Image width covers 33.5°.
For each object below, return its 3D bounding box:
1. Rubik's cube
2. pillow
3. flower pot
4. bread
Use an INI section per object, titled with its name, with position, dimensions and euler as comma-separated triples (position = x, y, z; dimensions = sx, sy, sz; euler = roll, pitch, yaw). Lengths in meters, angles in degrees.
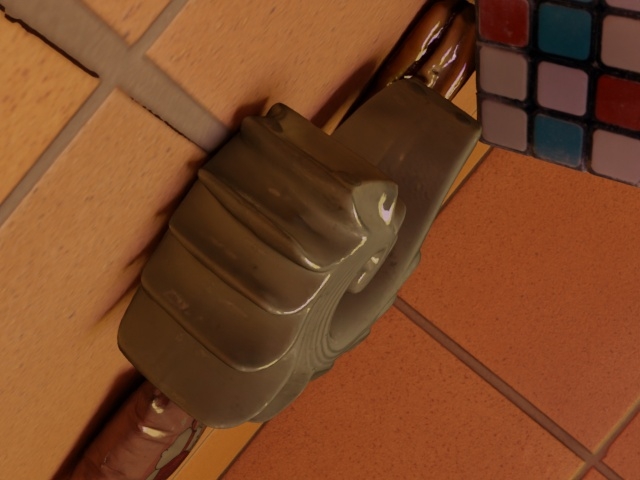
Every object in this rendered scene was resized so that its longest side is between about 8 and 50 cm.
[Rubik's cube]
position = 0.315, -0.227, 1.032
dimensions = 0.259, 0.253, 0.256
euler = -44, 142, -36
[pillow]
position = -0.184, 0.212, 1.160
dimensions = 0.236, 0.084, 0.223
euler = -57, 167, 24
[flower pot]
position = 0.000, 0.000, 0.938
dimensions = 0.367, 0.165, 0.254
euler = -28, 151, -59
[bread]
position = 0.101, -0.161, 1.110
dimensions = 0.200, 0.077, 0.116
euler = -53, 179, 20
